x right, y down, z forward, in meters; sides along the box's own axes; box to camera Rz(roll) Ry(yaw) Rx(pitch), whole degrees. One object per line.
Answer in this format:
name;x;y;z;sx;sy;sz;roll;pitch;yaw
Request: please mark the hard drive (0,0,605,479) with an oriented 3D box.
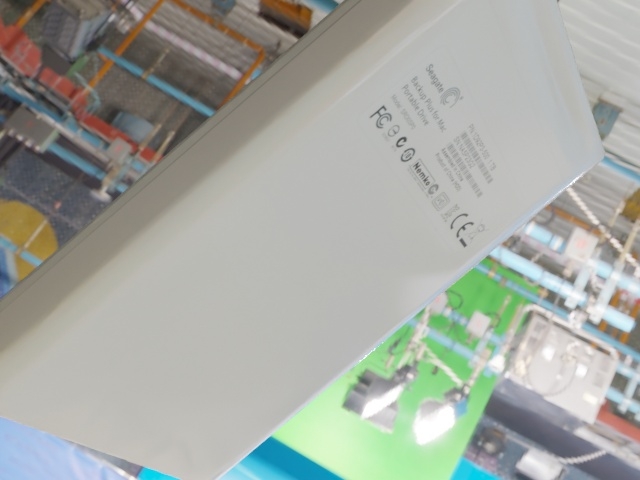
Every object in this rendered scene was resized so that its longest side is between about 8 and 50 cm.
hard drive;0.000;0.000;0.431;0.040;0.308;0.203;53;5;37
